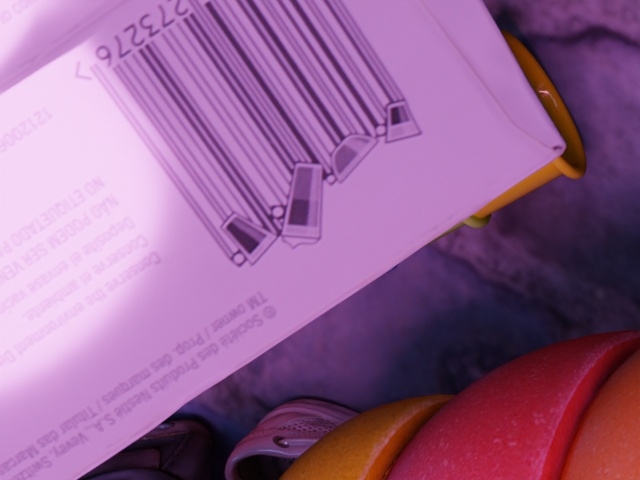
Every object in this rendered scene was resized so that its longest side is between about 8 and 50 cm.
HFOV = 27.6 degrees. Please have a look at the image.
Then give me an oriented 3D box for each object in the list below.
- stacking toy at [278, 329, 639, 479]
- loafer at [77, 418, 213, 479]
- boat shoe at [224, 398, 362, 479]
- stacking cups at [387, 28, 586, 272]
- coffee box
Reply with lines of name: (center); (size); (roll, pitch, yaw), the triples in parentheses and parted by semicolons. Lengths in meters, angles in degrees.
stacking toy: (0.082, 0.181, 0.600); (0.479, 0.350, 0.351); (-7, 94, 38)
loafer: (-0.187, 0.181, 0.889); (0.267, 0.084, 0.096); (-12, 123, 25)
boat shoe: (0.072, 0.169, 0.766); (0.277, 0.096, 0.098); (11, 100, 19)
stacking cups: (0.000, 0.000, 0.775); (0.316, 0.096, 0.096); (-32, 85, 22)
coffee box: (-0.148, -0.120, 0.599); (0.337, 0.334, 0.338); (-33, 107, 4)
